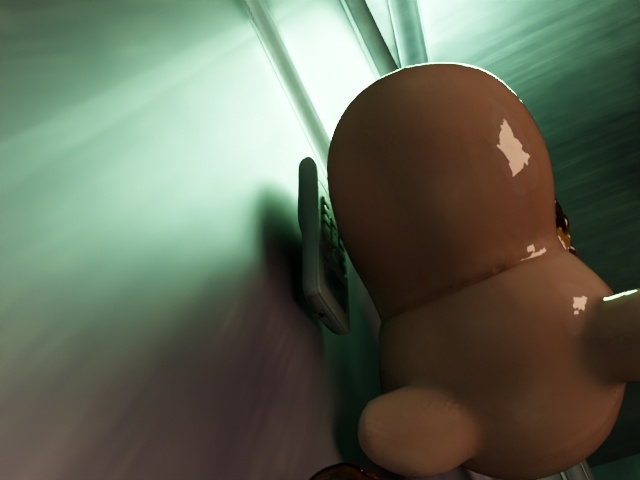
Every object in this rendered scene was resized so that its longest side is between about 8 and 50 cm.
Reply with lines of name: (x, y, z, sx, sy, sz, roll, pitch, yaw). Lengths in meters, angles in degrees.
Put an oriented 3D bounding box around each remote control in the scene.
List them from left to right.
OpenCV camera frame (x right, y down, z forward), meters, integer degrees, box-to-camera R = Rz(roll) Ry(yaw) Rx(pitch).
remote control: (0.000, 0.000, 0.519, 0.061, 0.029, 0.162, 56, 23, -39)

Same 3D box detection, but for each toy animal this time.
toy animal: (0.121, 0.025, 0.497, 0.269, 0.237, 0.326, -98, 166, -65)

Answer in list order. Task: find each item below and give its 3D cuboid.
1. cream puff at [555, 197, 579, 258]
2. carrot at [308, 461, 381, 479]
cream puff: (0.244, 0.009, 0.917, 0.327, 0.231, 0.343, 27, 41, -60)
carrot: (0.033, 0.190, 0.324, 0.055, 0.055, 0.162, -67, 137, -68)
